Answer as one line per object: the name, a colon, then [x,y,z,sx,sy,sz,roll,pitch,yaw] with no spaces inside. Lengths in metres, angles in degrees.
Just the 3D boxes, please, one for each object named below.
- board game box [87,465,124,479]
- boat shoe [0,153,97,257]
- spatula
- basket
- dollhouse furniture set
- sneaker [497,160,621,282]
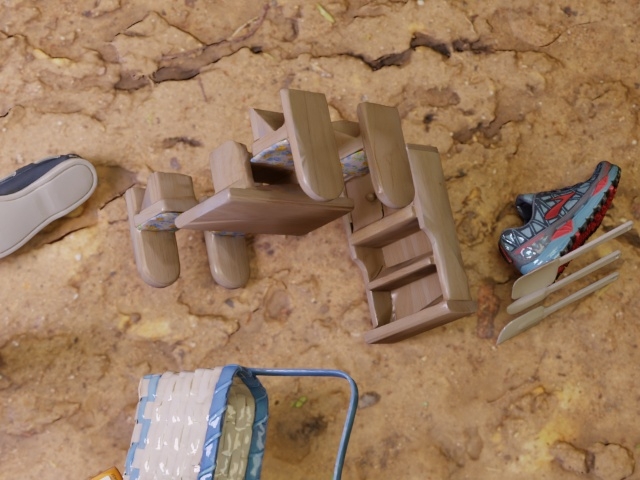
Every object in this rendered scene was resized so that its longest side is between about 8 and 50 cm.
board game box: [-0.323,0.525,1.476,0.356,0.356,0.356,-28,81,-19]
boat shoe: [-0.437,-0.050,1.757,0.254,0.079,0.095,-37,125,-24]
spatula: [0.372,0.060,1.878,0.242,0.168,0.019,-24,52,-22]
basket: [-0.104,0.282,1.663,0.289,0.201,0.254,5,71,21]
dollhouse furniture set: [0.000,0.000,1.716,0.394,0.362,0.256,3,69,-43]
sneaker: [0.368,-0.052,1.933,0.125,0.104,0.262,34,57,17]
